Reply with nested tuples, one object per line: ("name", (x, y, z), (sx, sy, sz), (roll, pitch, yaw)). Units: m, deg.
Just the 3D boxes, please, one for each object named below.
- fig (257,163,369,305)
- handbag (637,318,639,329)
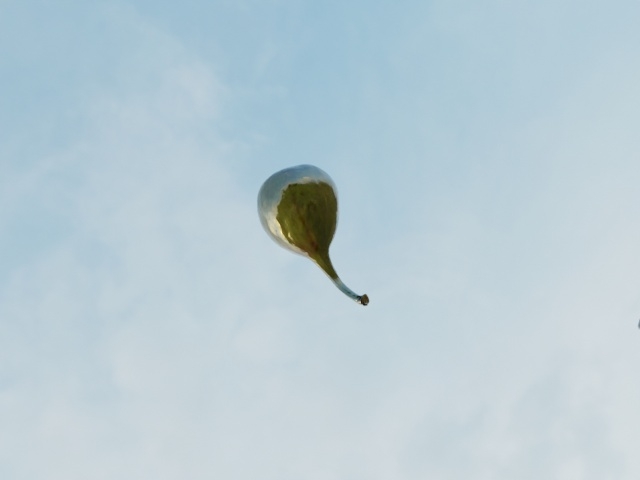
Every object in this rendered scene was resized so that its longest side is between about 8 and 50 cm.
("fig", (0.000, 0.000, 1.764), (0.124, 0.236, 0.124), (-31, -10, -6))
("handbag", (0.449, -0.044, 1.093), (0.303, 0.122, 0.329), (-31, -28, -38))
